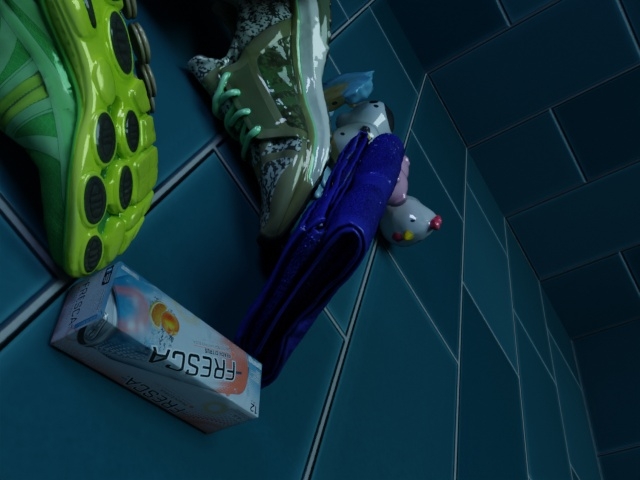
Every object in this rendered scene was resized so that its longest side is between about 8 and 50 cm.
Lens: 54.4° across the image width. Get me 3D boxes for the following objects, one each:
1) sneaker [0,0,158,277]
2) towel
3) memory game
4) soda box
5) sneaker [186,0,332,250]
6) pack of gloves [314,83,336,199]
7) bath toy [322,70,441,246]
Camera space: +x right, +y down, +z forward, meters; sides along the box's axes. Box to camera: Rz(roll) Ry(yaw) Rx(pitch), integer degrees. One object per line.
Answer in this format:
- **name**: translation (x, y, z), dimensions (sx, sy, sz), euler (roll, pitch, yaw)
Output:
- **sneaker**: translation (-0.216, -0.117, 0.509), dimensions (0.109, 0.124, 0.295), euler (-22, 106, -70)
- **towel**: translation (0.000, 0.000, 0.717), dimensions (0.076, 0.227, 0.308), euler (34, 29, -2)
- **memory game**: translation (-0.194, -0.212, 0.600), dimensions (0.186, 0.012, 0.186), euler (51, -27, 39)
- **soda box**: translation (-0.128, 0.098, 0.527), dimensions (0.183, 0.063, 0.058), euler (45, 31, -37)
- **sneaker**: translation (-0.091, -0.178, 0.828), dimensions (0.182, 0.158, 0.410), euler (8, 63, -16)
- **pack of gloves**: translation (-0.011, -0.163, 1.057), dimensions (0.195, 0.046, 0.232), euler (67, 26, -21)
- **bath toy**: translation (0.111, -0.124, 1.090), dimensions (0.151, 0.129, 0.348), euler (-44, 123, -23)
